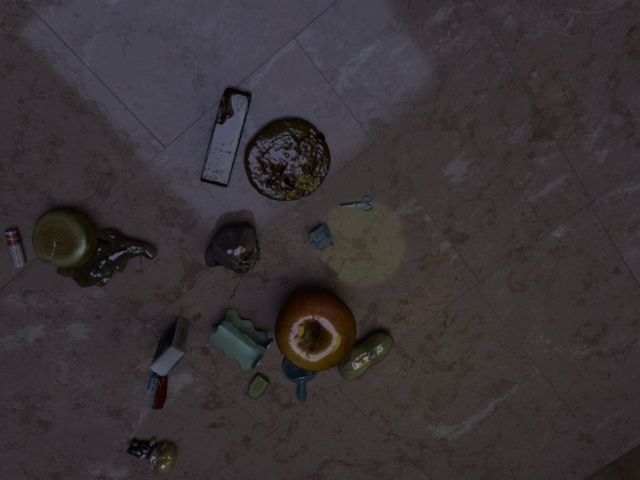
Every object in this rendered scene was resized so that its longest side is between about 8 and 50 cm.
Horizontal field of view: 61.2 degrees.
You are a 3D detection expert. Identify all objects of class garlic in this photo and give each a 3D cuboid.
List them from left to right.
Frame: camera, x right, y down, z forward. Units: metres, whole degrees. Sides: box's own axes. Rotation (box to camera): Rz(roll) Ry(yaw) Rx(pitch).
[{"bbox_3d":[-0.280,0.078,1.867,0.207,0.207,0.256,-10,77,-4],"label":"garlic"}]

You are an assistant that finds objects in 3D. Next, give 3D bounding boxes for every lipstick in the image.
[{"bbox_3d":[-1.022,0.024,1.815,0.039,0.038,0.130,-5,114,-6],"label":"lipstick"}]

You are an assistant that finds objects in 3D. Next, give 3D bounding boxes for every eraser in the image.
[{"bbox_3d":[-0.534,0.374,1.938,0.068,0.210,0.124,38,103,-19],"label":"eraser"}]

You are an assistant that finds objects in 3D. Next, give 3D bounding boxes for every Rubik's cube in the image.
[{"bbox_3d":[0.001,-0.003,1.929,0.084,0.075,0.073,-22,159,1],"label":"Rubik's cube"}]

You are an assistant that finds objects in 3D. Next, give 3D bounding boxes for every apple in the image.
[{"bbox_3d":[-0.016,0.319,1.965,0.299,0.275,0.298,1,104,2],"label":"apple"}]

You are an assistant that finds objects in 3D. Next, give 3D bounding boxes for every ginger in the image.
[{"bbox_3d":[-0.743,0.063,1.849,0.333,0.080,0.166,-26,109,7],"label":"ginger"}]

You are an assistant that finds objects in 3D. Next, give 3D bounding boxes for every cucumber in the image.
[{"bbox_3d":[-0.249,0.585,2.163,0.067,0.035,0.107,34,106,-1],"label":"cucumber"}]

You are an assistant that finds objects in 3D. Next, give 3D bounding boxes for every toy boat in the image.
[{"bbox_3d":[-0.632,0.585,2.094,0.059,0.069,0.172,13,110,9],"label":"toy boat"}]

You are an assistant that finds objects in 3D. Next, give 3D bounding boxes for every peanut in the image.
[{"bbox_3d":[0.172,0.449,2.118,0.257,0.123,0.123,-40,112,10],"label":"peanut"}]

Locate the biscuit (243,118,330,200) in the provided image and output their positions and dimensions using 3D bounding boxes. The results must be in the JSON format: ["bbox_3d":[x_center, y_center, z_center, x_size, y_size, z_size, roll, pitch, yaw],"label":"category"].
[{"bbox_3d":[-0.109,-0.261,1.801,0.296,0.075,0.295,-3,113,-7],"label":"biscuit"}]

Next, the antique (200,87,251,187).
[{"bbox_3d":[-0.303,-0.331,1.738,0.094,0.087,0.309,15,111,-12],"label":"antique"}]

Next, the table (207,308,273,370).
[{"bbox_3d":[-0.303,0.365,2.005,0.198,0.166,0.166,40,103,-12],"label":"table"}]

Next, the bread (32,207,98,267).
[{"bbox_3d":[-0.835,-0.009,1.779,0.214,0.105,0.213,1,95,10],"label":"bread"}]

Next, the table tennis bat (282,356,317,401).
[{"bbox_3d":[-0.077,0.539,2.169,0.149,0.038,0.237,-3,110,-7],"label":"table tennis bat"}]

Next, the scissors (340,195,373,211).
[{"bbox_3d":[0.129,-0.126,1.923,0.119,0.014,0.058,-5,113,-9],"label":"scissors"}]

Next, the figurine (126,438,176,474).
[{"bbox_3d":[-0.678,0.863,2.193,0.196,0.114,0.108,30,130,-8],"label":"figurine"}]
